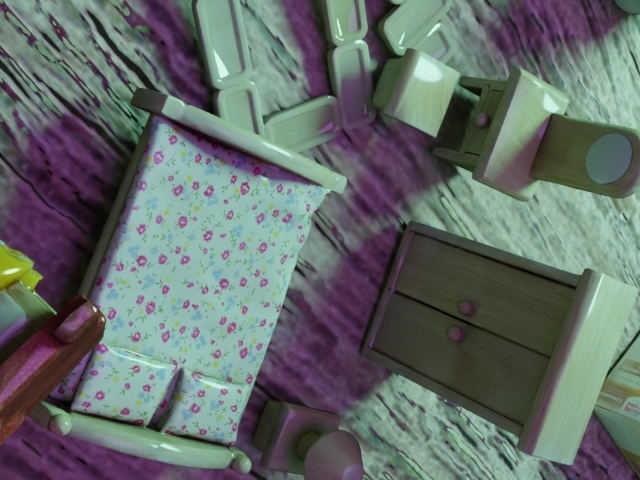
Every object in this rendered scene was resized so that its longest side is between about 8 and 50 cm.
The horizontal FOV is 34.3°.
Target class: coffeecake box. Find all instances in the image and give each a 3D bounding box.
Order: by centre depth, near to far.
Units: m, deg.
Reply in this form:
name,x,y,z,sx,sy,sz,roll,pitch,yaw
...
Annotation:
name,x,y,z,sx,sy,sz,roll,pitch,yaw
coffeecake box,0.338,0.124,0.906,0.185,0.068,0.142,-48,121,-16

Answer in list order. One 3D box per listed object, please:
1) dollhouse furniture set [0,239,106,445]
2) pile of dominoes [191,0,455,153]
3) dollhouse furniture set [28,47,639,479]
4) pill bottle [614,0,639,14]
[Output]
name,x,y,z,sx,sy,sz,roll,pitch,yaw
dollhouse furniture set,-0.281,0.097,0.409,0.201,0.152,0.374,43,78,-2
pile of dominoes,-0.005,-0.189,0.654,0.196,0.040,0.251,-23,119,-28
dollhouse furniture set,0.000,0.000,0.584,0.355,0.174,0.303,20,90,-37
pill bottle,0.296,-0.200,0.753,0.094,0.169,0.094,-8,104,-32
